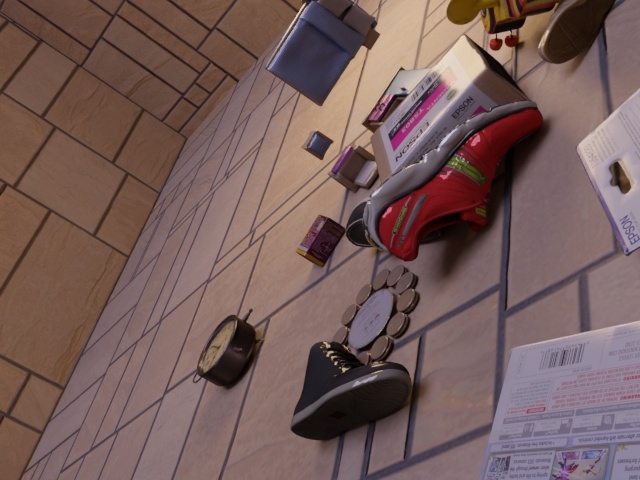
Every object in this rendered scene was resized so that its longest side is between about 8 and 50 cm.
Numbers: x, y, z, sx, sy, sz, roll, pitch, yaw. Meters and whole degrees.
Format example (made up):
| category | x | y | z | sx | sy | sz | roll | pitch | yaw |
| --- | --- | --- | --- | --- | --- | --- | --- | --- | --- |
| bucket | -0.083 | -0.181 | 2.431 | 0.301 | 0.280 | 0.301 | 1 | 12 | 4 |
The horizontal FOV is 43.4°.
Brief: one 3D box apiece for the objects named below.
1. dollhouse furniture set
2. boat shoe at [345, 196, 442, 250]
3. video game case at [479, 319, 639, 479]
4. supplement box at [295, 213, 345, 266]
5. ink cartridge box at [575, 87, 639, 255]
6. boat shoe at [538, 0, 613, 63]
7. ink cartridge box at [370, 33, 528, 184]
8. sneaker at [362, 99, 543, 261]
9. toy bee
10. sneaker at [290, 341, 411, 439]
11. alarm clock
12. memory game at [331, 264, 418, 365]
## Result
| category | x | y | z | sx | sy | sz | roll | pitch | yaw |
| --- | --- | --- | --- | --- | --- | --- | --- | --- | --- |
| dollhouse furniture set | 0.036 | -0.283 | 1.433 | 0.286 | 0.303 | 0.198 | -57 | 18 | -2 |
| boat shoe | 0.104 | -0.024 | 1.188 | 0.228 | 0.081 | 0.068 | -21 | 35 | 54 |
| video game case | 0.229 | 0.177 | 0.601 | 0.270 | 0.061 | 0.244 | -27 | 33 | 55 |
| supplement box | 0.000 | 0.000 | 1.454 | 0.083 | 0.043 | 0.055 | -58 | 19 | -3 |
| ink cartridge box | 0.362 | -0.106 | 0.765 | 0.224 | 0.045 | 0.223 | -46 | 21 | 29 |
| boat shoe | 0.348 | -0.304 | 1.103 | 0.170 | 0.063 | 0.059 | -51 | 15 | -14 |
| ink cartridge box | 0.188 | -0.183 | 1.238 | 0.234 | 0.088 | 0.193 | -48 | 20 | 20 |
| sneaker | 0.190 | -0.072 | 1.057 | 0.279 | 0.118 | 0.107 | -38 | -16 | -3 |
| toy bee | 0.294 | -0.368 | 1.216 | 0.195 | 0.162 | 0.298 | -6 | 23 | 16 |
| sneaker | 0.034 | 0.168 | 1.024 | 0.222 | 0.083 | 0.118 | -37 | 37 | 46 |
| alarm clock | -0.184 | 0.218 | 1.511 | 0.192 | 0.064 | 0.129 | -39 | 25 | 34 |
| memory game | 0.074 | 0.115 | 1.143 | 0.186 | 0.012 | 0.186 | -47 | 22 | 25 |
